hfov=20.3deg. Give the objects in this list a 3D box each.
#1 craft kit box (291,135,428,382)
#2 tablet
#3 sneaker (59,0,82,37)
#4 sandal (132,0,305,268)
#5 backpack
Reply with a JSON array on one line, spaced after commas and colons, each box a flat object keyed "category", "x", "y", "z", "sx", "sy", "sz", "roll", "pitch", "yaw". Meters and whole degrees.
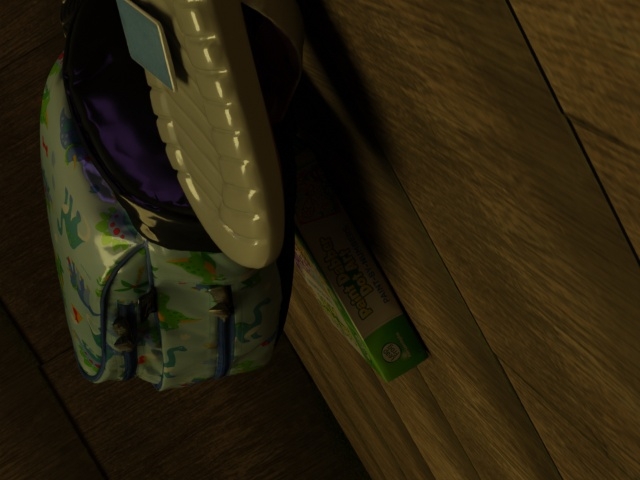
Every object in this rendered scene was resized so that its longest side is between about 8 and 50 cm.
[{"category": "craft kit box", "x": 0.000, "y": 0.000, "z": 1.807, "sx": 0.247, "sy": 0.061, "sz": 0.250, "roll": 57, "pitch": 176, "yaw": -17}, {"category": "tablet", "x": -0.121, "y": -0.139, "z": 1.244, "sx": 0.083, "sy": 0.006, "sz": 0.054, "roll": 40, "pitch": 148, "yaw": 53}, {"category": "sneaker", "x": -0.185, "y": -0.243, "z": 1.806, "sx": 0.118, "sy": 0.107, "sz": 0.279, "roll": 50, "pitch": -160, "yaw": -29}, {"category": "sandal", "x": -0.061, "y": -0.160, "z": 1.228, "sx": 0.169, "sy": 0.102, "sz": 0.416, "roll": 44, "pitch": 152, "yaw": 50}, {"category": "backpack", "x": -0.131, "y": -0.019, "z": 1.583, "sx": 0.355, "sy": 0.273, "sz": 0.290, "roll": 68, "pitch": 177, "yaw": -60}]
